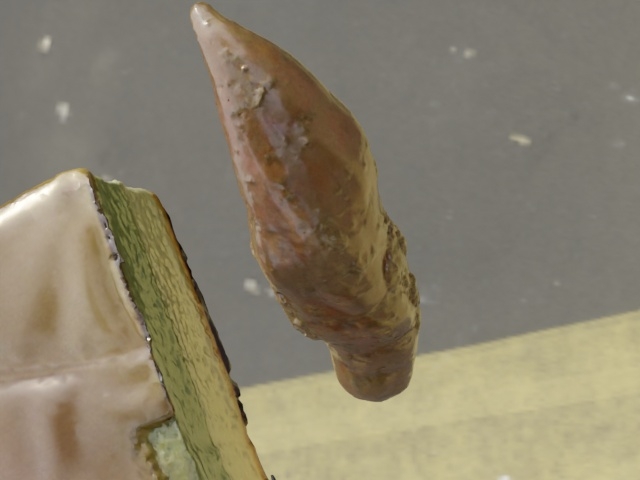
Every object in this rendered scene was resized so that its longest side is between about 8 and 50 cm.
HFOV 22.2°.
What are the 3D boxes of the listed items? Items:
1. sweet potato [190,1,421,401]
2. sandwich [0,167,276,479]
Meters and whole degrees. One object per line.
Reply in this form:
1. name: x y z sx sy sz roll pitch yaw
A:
1. sweet potato: 0.006 0.005 1.033 0.095 0.355 0.106 -35 44 -11
2. sandwich: -0.138 0.101 0.827 0.186 0.108 0.220 -26 78 14
